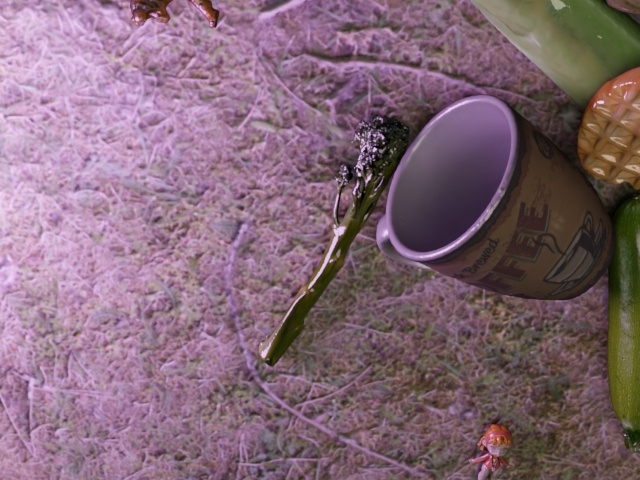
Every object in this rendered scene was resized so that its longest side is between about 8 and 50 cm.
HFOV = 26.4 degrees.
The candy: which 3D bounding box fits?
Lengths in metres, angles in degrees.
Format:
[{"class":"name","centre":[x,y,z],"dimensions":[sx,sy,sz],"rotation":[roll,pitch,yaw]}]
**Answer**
[{"class":"candy","centre":[0.314,-0.261,1.711],"dimensions":[0.343,0.142,0.132],"rotation":[39,117,-13]}]

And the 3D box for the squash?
[{"class":"squash","centre":[0.442,0.117,1.875],"dimensions":[0.101,0.101,0.379],"rotation":[-3,107,1]}]

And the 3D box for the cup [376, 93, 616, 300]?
[{"class":"cup","centre":[0.221,-0.015,1.780],"dimensions":[0.257,0.227,0.301],"rotation":[32,143,-32]}]

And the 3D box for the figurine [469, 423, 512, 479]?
[{"class":"figurine","centre":[0.248,0.314,1.978],"dimensions":[0.064,0.047,0.109],"rotation":[5,120,-10]}]

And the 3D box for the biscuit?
[{"class":"biscuit","centre":[0.454,-0.134,1.646],"dimensions":[0.308,0.040,0.205],"rotation":[4,140,25]}]

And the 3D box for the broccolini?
[{"class":"broccolini","centre":[0.002,-0.001,1.856],"dimensions":[0.078,0.074,0.392],"rotation":[9,120,-49]}]

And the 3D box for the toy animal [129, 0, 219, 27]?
[{"class":"toy animal","centre":[-0.160,-0.378,1.659],"dimensions":[0.116,0.114,0.255],"rotation":[13,137,-3]}]

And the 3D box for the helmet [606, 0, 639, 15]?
[{"class":"helmet","centre":[0.383,-0.338,1.626],"dimensions":[0.257,0.204,0.137],"rotation":[3,104,-35]}]
